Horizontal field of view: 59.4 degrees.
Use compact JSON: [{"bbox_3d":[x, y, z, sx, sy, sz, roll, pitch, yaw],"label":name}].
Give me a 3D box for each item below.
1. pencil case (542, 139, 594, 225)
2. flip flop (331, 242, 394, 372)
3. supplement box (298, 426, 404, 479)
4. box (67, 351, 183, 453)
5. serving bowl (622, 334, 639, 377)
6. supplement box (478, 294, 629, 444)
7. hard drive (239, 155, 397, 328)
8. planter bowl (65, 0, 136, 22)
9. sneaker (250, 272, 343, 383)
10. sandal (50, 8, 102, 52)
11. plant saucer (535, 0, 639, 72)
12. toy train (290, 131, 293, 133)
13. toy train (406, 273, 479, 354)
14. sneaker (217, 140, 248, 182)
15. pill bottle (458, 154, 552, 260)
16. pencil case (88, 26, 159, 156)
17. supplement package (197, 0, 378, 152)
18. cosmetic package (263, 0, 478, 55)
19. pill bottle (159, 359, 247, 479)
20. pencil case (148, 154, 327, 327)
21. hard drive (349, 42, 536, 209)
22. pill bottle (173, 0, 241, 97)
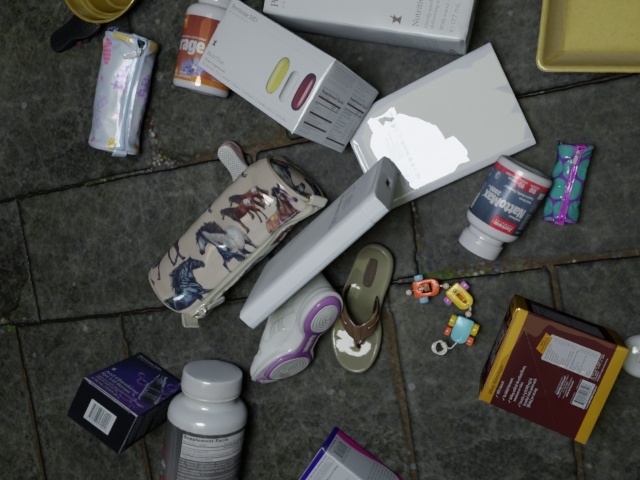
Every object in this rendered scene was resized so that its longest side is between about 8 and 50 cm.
[{"bbox_3d":[0.455,-0.105,1.034,0.065,0.070,0.151,10,99,15],"label":"pencil case"},{"bbox_3d":[0.085,0.142,1.165,0.112,0.080,0.277,17,100,15],"label":"flip flop"},{"bbox_3d":[0.078,0.523,1.188,0.220,0.111,0.114,34,104,11],"label":"supplement box"},{"bbox_3d":[-0.434,0.362,1.278,0.153,0.207,0.108,30,103,11],"label":"box"},{"bbox_3d":[0.601,0.219,1.043,0.083,0.027,0.083,2,96,18],"label":"serving bowl"},{"bbox_3d":[0.422,0.232,1.046,0.194,0.129,0.191,21,101,14],"label":"supplement box"},{"bbox_3d":[0.000,0.000,1.074,0.047,0.233,0.353,44,115,-11],"label":"hard drive"},{"bbox_3d":[-0.466,-0.587,1.256,0.217,0.090,0.217,2,96,17],"label":"planter bowl"},{"bbox_3d":[-0.064,0.185,1.217,0.305,0.114,0.152,-54,45,24],"label":"sneaker"},{"bbox_3d":[-0.573,-0.495,1.330,0.179,0.040,0.067,-11,86,32],"label":"sandal"},{"bbox_3d":[0.560,-0.450,0.964,0.333,0.081,0.332,6,96,16],"label":"plant saucer"},{"bbox_3d":[-0.035,-0.258,1.197,0.083,0.017,0.023,-36,94,17],"label":"toy train"},{"bbox_3d":[0.252,0.140,1.135,0.125,0.046,0.166,-18,87,19],"label":"toy train"},{"bbox_3d":[-0.179,-0.161,1.238,0.051,0.070,0.134,-25,117,9],"label":"sneaker"},{"bbox_3d":[0.339,-0.058,1.051,0.108,0.108,0.180,30,111,12],"label":"pill bottle"},{"bbox_3d":[-0.441,-0.328,1.261,0.124,0.113,0.273,23,103,36],"label":"pencil case"},{"bbox_3d":[-0.059,-0.311,1.075,0.262,0.204,0.145,38,104,23],"label":"supplement package"},{"bbox_3d":[0.106,-0.492,1.058,0.385,0.156,0.217,12,101,14],"label":"cosmetic package"},{"bbox_3d":[-0.257,0.438,1.248,0.176,0.176,0.318,11,98,16],"label":"pill bottle"},{"bbox_3d":[-0.175,-0.004,1.186,0.410,0.160,0.183,-43,67,16],"label":"pencil case"},{"bbox_3d":[0.225,-0.215,1.109,0.319,0.040,0.210,-24,88,18],"label":"hard drive"},{"bbox_3d":[-0.233,-0.420,1.186,0.121,0.121,0.216,16,99,15],"label":"pill bottle"}]
